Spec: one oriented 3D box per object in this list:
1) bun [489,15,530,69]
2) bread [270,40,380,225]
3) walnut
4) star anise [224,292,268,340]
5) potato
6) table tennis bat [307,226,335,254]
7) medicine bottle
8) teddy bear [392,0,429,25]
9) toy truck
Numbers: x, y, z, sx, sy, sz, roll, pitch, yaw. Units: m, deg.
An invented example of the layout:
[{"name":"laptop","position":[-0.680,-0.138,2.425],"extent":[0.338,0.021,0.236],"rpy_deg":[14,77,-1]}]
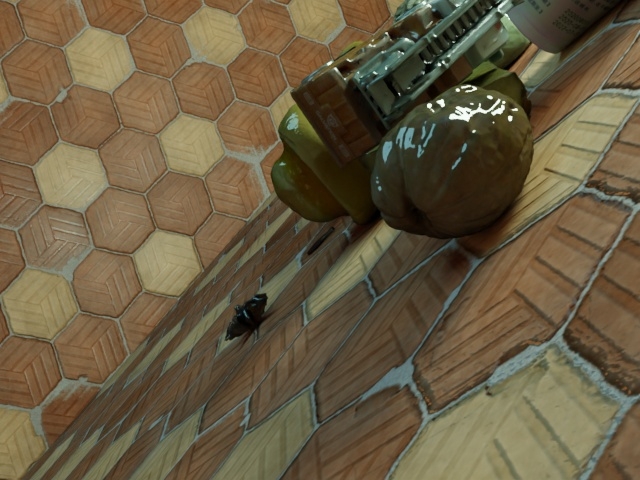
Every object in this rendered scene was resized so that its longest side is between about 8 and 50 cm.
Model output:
[{"name":"bun","position":[0.319,-0.393,1.758],"extent":[0.212,0.126,0.204],"rpy_deg":[-36,17,50]},{"name":"bread","position":[0.074,-0.167,1.613],"extent":[0.341,0.210,0.300],"rpy_deg":[-44,-26,-14]},{"name":"walnut","position":[0.162,-0.097,1.065],"extent":[0.178,0.178,0.230],"rpy_deg":[-37,8,48]},{"name":"star anise","position":[-0.151,0.149,1.790],"extent":[0.124,0.056,0.129],"rpy_deg":[-48,9,-2]},{"name":"potato","position":[0.226,-0.185,1.331],"extent":[0.269,0.112,0.255],"rpy_deg":[-24,16,37]},{"name":"table tennis bat","position":[0.000,0.000,1.898],"extent":[0.083,0.007,0.050],"rpy_deg":[-44,8,28]},{"name":"medicine bottle","position":[0.406,-0.418,1.360],"extent":[0.254,0.152,0.152],"rpy_deg":[-41,10,36]},{"name":"teddy bear","position":[0.348,-0.568,2.314],"extent":[0.357,0.224,0.367],"rpy_deg":[-46,24,-4]},{"name":"toy truck","position":[0.139,-0.245,1.197],"extent":[0.338,0.133,0.184],"rpy_deg":[-40,10,-30]}]
